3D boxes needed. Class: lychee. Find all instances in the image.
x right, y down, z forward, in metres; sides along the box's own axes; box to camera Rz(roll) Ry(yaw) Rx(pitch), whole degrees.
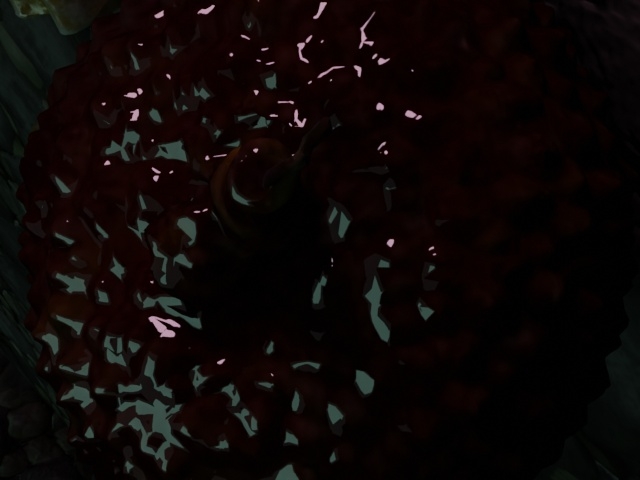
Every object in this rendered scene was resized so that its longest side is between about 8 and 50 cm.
[{"bbox_3d":[0.000,0.000,0.528,0.264,0.264,0.300,48,180,15],"label":"lychee"}]

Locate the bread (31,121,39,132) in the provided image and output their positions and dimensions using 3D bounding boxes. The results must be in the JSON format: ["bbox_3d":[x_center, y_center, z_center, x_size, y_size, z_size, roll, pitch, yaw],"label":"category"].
[{"bbox_3d":[-0.227,-0.079,1.186,0.082,0.060,0.113,54,162,-2],"label":"bread"}]

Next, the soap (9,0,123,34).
[{"bbox_3d":[-0.127,-0.232,0.601,0.073,0.140,0.232,28,148,49],"label":"soap"}]
